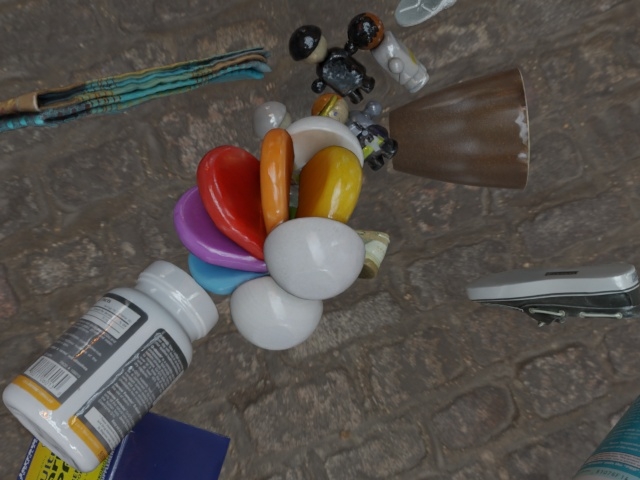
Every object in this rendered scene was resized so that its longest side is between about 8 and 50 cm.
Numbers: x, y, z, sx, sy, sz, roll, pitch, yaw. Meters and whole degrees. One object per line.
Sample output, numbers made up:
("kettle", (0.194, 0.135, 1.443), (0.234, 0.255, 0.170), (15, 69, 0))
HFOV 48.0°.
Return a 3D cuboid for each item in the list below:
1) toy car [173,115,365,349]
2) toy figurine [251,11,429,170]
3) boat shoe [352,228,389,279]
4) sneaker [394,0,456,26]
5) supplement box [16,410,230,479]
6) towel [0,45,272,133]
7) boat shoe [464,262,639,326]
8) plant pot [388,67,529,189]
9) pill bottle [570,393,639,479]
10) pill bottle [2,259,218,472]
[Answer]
("toy car", (-0.047, -0.014, 0.577), (0.136, 0.182, 0.159), (17, 47, -18))
("toy figurine", (0.024, -0.206, 1.009), (0.148, 0.209, 0.213), (34, 74, -30))
("boat shoe", (0.000, -0.001, 0.779), (0.153, 0.056, 0.048), (13, 64, 32))
("sneaker", (0.188, -0.388, 1.163), (0.152, 0.061, 0.053), (-34, 76, 1))
("supplement box", (-0.354, 0.389, 1.252), (0.195, 0.357, 0.194), (30, 67, -34))
("towel", (-0.250, -0.144, 0.763), (0.272, 0.370, 0.040), (-6, 106, 28))
("boat shoe", (0.287, 0.075, 0.910), (0.219, 0.078, 0.070), (-5, 102, 39))
("plant pot", (0.242, -0.189, 1.296), (0.231, 0.215, 0.215), (-4, 88, 9))
("pill bottle", (0.363, 0.231, 0.724), (0.264, 0.146, 0.146), (-35, 90, -30))
("pill bottle", (-0.281, 0.166, 1.003), (0.162, 0.162, 0.278), (43, 60, 0))
